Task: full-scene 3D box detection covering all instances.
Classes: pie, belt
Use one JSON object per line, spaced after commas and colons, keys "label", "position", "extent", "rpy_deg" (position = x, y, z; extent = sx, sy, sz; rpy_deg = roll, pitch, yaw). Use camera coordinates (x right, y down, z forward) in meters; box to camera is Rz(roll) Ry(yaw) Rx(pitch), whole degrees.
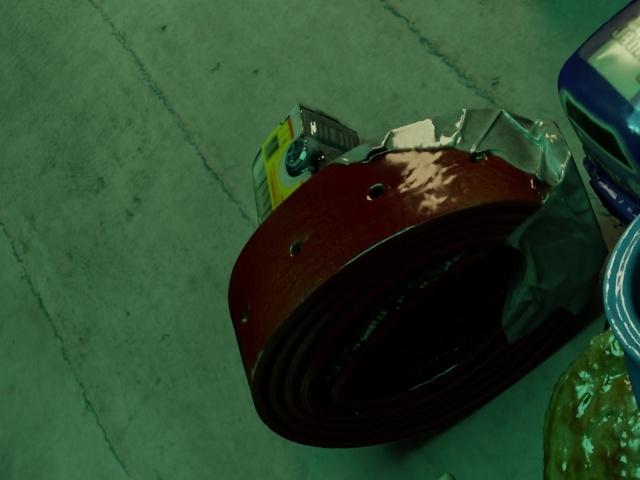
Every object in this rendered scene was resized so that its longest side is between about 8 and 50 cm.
{"label": "pie", "position": [0.228, 0.142, 1.254], "extent": [0.163, 0.079, 0.193], "rpy_deg": [47, 111, 28]}
{"label": "belt", "position": [0.079, 0.029, 1.408], "extent": [0.324, 0.227, 0.115], "rpy_deg": [-37, 45, 20]}

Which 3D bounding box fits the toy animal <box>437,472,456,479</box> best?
{"label": "toy animal", "position": [0.122, 0.224, 1.352], "extent": [0.082, 0.091, 0.114], "rpy_deg": [-25, 14, 11]}

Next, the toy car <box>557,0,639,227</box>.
{"label": "toy car", "position": [0.293, -0.114, 1.313], "extent": [0.235, 0.158, 0.172], "rpy_deg": [-39, 38, 0]}

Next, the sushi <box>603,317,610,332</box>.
{"label": "sushi", "position": [0.257, 0.055, 1.334], "extent": [0.083, 0.056, 0.084], "rpy_deg": [-13, 56, 52]}

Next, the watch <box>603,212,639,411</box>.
{"label": "watch", "position": [0.287, 0.087, 1.073], "extent": [0.305, 0.241, 0.274], "rpy_deg": [-33, 37, -19]}

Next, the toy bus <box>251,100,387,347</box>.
{"label": "toy bus", "position": [0.000, 0.000, 1.633], "extent": [0.106, 0.092, 0.268], "rpy_deg": [-43, 39, 33]}
